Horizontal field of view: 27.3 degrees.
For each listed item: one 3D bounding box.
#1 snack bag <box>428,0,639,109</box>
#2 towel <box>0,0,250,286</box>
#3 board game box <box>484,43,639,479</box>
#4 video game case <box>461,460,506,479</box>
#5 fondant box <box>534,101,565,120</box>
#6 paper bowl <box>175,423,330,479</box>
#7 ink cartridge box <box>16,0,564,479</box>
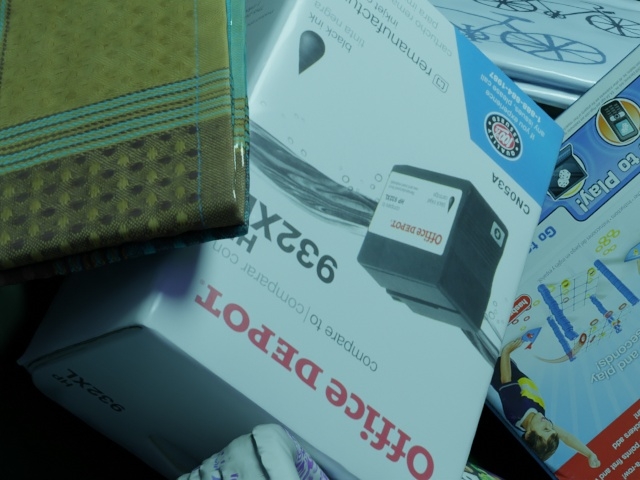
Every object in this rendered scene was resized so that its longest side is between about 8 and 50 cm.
[{"bbox_3d":[0.148,-0.194,1.185,0.323,0.037,0.342,12,24,4],"label":"snack bag"},{"bbox_3d":[-0.171,-0.118,0.757,0.040,0.271,0.370,67,13,-48],"label":"towel"},{"bbox_3d":[0.254,0.039,0.977,0.302,0.308,0.086,49,4,2],"label":"board game box"},{"bbox_3d":[0.129,0.203,0.810,0.210,0.042,0.232,29,7,-23],"label":"video game case"},{"bbox_3d":[0.274,-0.057,1.148,0.330,0.096,0.238,23,25,5],"label":"fondant box"},{"bbox_3d":[-0.004,0.235,0.575,0.284,0.148,0.284,57,-3,4],"label":"paper bowl"},{"bbox_3d":[0.000,0.000,0.787,0.223,0.129,0.307,39,53,-25],"label":"ink cartridge box"}]
